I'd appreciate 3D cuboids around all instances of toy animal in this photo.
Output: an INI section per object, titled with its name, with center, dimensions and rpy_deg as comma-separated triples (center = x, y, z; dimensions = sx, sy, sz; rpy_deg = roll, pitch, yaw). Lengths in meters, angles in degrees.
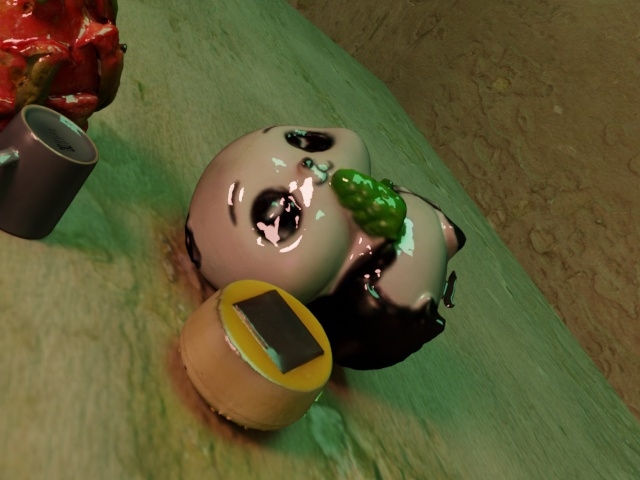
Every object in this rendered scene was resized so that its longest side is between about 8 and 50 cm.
[toy animal]
center = 0.005, -0.003, 0.750
dimensions = 0.266, 0.212, 0.212
rpy_deg = 39, 18, -27

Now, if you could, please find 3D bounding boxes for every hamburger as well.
[hamburger]
center = -0.052, 0.095, 0.617
dimensions = 0.126, 0.081, 0.141
rpy_deg = 42, 30, 2

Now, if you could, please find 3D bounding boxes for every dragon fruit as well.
[dragon fruit]
center = -0.248, -0.166, 0.625
dimensions = 0.166, 0.172, 0.160
rpy_deg = 39, 18, -13

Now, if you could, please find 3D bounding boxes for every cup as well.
[cup]
center = -0.227, -0.054, 0.574
dimensions = 0.078, 0.077, 0.100
rpy_deg = 46, 18, 7
